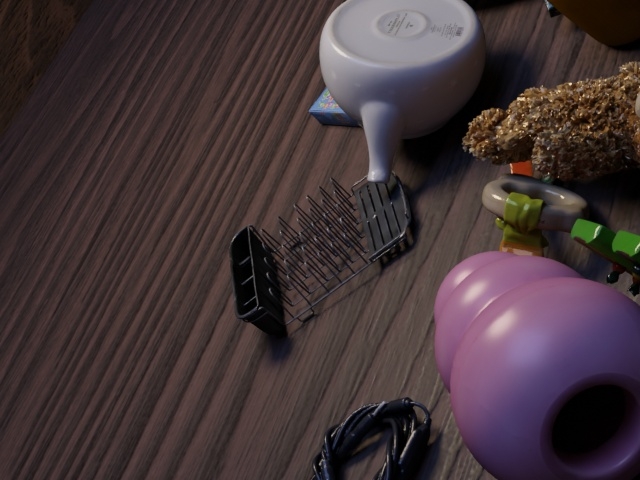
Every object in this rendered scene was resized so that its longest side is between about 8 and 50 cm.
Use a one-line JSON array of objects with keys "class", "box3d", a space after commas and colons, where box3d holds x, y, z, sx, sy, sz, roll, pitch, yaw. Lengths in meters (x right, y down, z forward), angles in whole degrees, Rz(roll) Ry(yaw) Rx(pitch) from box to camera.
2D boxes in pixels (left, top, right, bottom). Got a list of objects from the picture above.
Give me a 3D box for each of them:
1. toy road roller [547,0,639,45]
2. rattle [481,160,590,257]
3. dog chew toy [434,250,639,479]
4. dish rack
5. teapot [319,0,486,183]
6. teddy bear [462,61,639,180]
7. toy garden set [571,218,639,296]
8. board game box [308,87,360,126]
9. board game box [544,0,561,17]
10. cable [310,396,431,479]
[{"class": "toy road roller", "box3d": [0.406, -0.336, 1.473, 0.240, 0.202, 0.330, -48, 26, 25]}, {"class": "rattle", "box3d": [0.248, -0.015, 1.425, 0.130, 0.143, 0.200, -9, 17, -1]}, {"class": "dog chew toy", "box3d": [0.204, 0.108, 1.169, 0.206, 0.206, 0.332, -42, 23, 4]}, {"class": "dish rack", "box3d": [0.000, 0.000, 1.666, 0.271, 0.074, 0.208, -36, 32, 15]}, {"class": "teapot", "box3d": [0.119, -0.236, 1.714, 0.256, 0.187, 0.252, -24, 46, -18]}, {"class": "teddy bear", "box3d": [0.318, -0.144, 1.369, 0.245, 0.113, 0.338, -15, 16, -20]}, {"class": "toy garden set", "box3d": [0.355, 0.066, 1.050, 0.049, 0.203, 0.244, -62, 23, -1]}, {"class": "board game box", "box3d": [0.092, -0.275, 1.924, 0.211, 0.039, 0.160, -53, 31, -15]}, {"class": "board game box", "box3d": [0.350, -0.415, 1.681, 0.126, 0.026, 0.186, -21, 64, 11]}, {"class": "cable", "box3d": [0.040, 0.254, 1.331, 0.150, 0.047, 0.184, -3, 50, 49]}]
